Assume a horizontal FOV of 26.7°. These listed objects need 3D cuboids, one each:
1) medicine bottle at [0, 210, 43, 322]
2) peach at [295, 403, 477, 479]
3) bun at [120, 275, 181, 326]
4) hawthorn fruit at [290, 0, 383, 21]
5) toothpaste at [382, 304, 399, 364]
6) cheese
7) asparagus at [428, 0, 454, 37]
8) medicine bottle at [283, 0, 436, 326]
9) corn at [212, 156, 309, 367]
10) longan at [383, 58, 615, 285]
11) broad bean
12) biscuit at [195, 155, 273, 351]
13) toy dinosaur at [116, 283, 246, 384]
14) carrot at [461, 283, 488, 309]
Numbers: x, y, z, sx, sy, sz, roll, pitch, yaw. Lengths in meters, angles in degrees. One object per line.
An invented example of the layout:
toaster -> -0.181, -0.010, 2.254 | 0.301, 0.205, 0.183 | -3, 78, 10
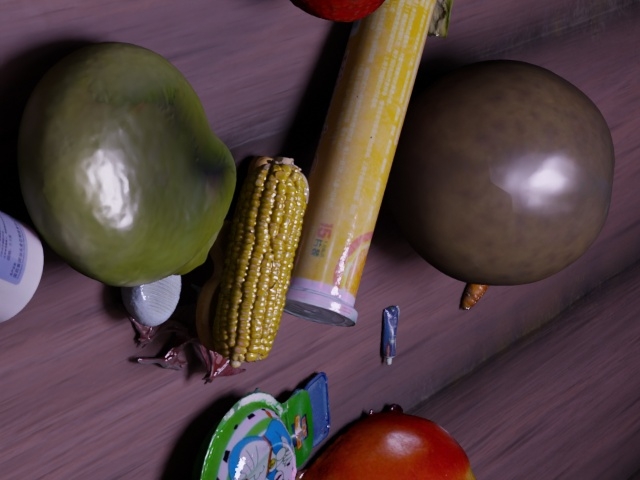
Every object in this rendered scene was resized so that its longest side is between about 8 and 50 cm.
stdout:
medicine bottle -> -0.338, 0.002, 1.175 | 0.187, 0.103, 0.102 | 32, 78, -53
peach -> 0.091, 0.392, 1.821 | 0.362, 0.201, 0.257 | -26, 124, -45
bun -> -0.184, 0.050, 1.443 | 0.083, 0.045, 0.083 | -4, 95, -52
hawthorn fruit -> 0.006, -0.367, 1.406 | 0.266, 0.210, 0.230 | 31, 84, -39
toothpaste -> 0.097, 0.132, 1.880 | 0.027, 0.019, 0.083 | -7, 107, -33
cheese -> -0.067, 0.266, 1.659 | 0.320, 0.083, 0.204 | -34, 125, -52
asparagus -> 0.160, -0.351, 1.748 | 0.041, 0.045, 0.178 | 4, 103, -20
medicine bottle -> 0.045, -0.116, 1.588 | 0.108, 0.108, 0.426 | 33, 69, -53
corn -> -0.067, 0.021, 1.468 | 0.080, 0.080, 0.238 | 26, 74, -54
longan -> 0.230, -0.086, 1.753 | 0.319, 0.319, 0.319 | -25, 123, -46
broad bean -> -0.185, -0.072, 1.321 | 0.291, 0.119, 0.238 | 13, 79, -60
biscuit -> -0.086, 0.021, 1.547 | 0.240, 0.035, 0.158 | -63, 141, -32
toy dinosaur -> -0.152, 0.105, 1.526 | 0.220, 0.032, 0.108 | 36, 78, -41
carrot -> 0.277, -0.008, 2.035 | 0.256, 0.061, 0.061 | -59, 142, -11
